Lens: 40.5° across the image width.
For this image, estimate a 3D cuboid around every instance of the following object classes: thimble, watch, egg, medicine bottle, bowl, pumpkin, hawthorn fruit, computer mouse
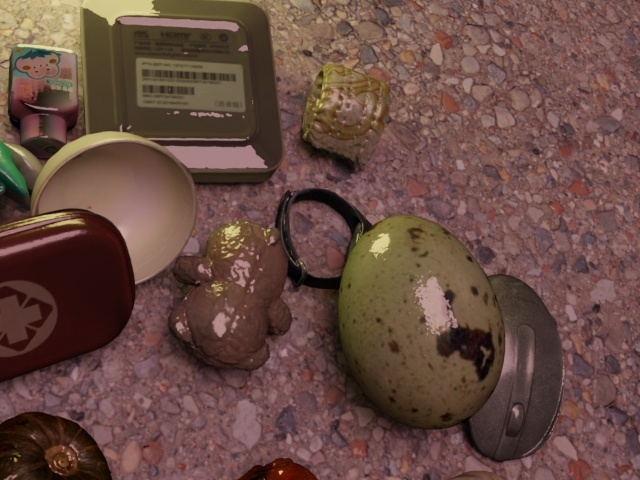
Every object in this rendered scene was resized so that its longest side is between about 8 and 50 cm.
[{"bbox_3d":[0.049,-0.252,1.748,0.143,0.137,0.191,17,77,-16],"label":"thimble"},{"bbox_3d":[0.000,0.000,1.658,0.192,0.068,0.206,21,58,-8],"label":"watch"},{"bbox_3d":[0.172,0.143,1.529,0.287,0.287,0.380,-12,79,-26],"label":"egg"},{"bbox_3d":[-0.496,-0.248,1.551,0.119,0.094,0.188,2,67,-22],"label":"medicine bottle"},{"bbox_3d":[-0.358,-0.065,1.460,0.277,0.277,0.145,-13,31,-26],"label":"bowl"},{"bbox_3d":[-0.422,0.360,1.277,0.219,0.162,0.219,30,31,-20],"label":"pumpkin"},{"bbox_3d":[-0.065,0.442,1.394,0.179,0.173,0.174,41,55,-31],"label":"hawthorn fruit"},{"bbox_3d":[0.365,0.232,1.671,0.203,0.114,0.374,11,65,-18],"label":"computer mouse"}]

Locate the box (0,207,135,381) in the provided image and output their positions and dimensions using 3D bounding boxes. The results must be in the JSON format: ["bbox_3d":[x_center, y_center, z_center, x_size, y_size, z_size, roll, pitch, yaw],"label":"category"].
[{"bbox_3d":[-0.482,0.096,1.321,0.403,0.263,0.108,-18,35,-22],"label":"box"}]

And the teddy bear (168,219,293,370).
[{"bbox_3d":[-0.148,0.096,1.505,0.235,0.151,0.267,27,63,-18],"label":"teddy bear"}]

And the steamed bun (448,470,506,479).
[{"bbox_3d":[0.279,0.493,1.518,0.182,0.106,0.183,9,70,-25],"label":"steamed bun"}]

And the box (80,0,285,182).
[{"bbox_3d":[-0.263,-0.292,1.642,0.367,0.090,0.373,-2,73,-20],"label":"box"}]

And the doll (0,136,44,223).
[{"bbox_3d":[-0.566,-0.132,1.454,0.194,0.153,0.258,-10,64,-11],"label":"doll"}]
